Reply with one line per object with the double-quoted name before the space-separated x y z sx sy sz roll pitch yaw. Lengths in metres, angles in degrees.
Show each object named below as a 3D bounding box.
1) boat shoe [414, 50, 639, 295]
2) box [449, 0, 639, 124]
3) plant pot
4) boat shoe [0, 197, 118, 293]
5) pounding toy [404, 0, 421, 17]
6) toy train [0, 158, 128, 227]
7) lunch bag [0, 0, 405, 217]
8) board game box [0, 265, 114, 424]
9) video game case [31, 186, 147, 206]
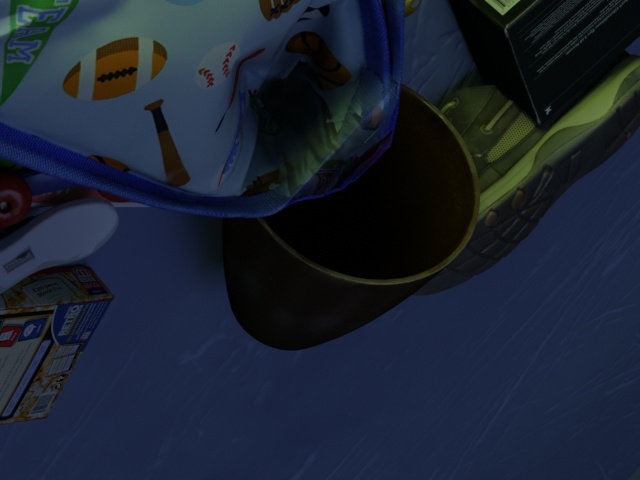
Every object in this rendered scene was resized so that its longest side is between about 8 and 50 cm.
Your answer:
"boat shoe" 0.174 -0.082 1.718 0.355 0.130 0.132 -38 155 -22
"box" 0.249 -0.258 1.601 0.261 0.103 0.184 -42 149 -4
"plant pot" 0.000 0.000 1.551 0.215 0.215 0.230 -25 160 -31
"boat shoe" -0.228 0.001 1.379 0.142 0.040 0.049 -27 124 -8
"pounding toy" 0.025 -0.207 1.239 0.237 0.110 0.183 -70 154 -50
"toy train" -0.151 -0.111 1.243 0.248 0.105 0.143 -13 129 -16
"lunch bag" -0.138 -0.192 0.957 0.239 0.328 0.385 -46 150 9
"board game box" -0.281 0.094 1.453 0.193 0.045 0.147 -4 133 -50
"video game case" -0.114 -0.142 1.370 0.204 0.025 0.285 -1 131 -52
